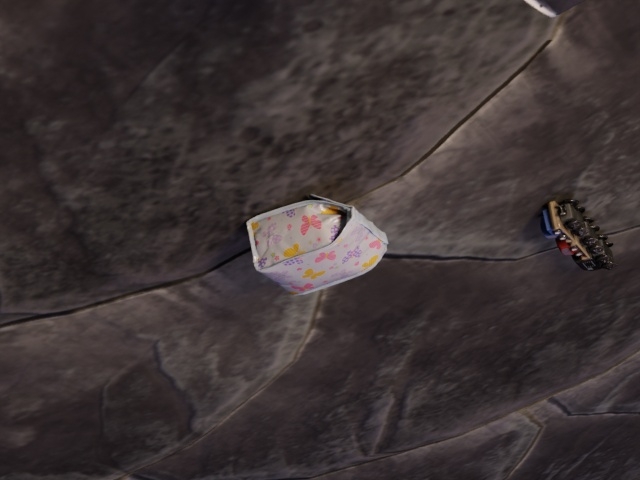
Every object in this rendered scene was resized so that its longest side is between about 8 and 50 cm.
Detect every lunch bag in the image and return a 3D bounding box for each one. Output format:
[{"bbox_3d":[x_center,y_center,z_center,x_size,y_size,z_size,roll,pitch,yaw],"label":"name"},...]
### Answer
[{"bbox_3d":[0.000,0.000,1.273,0.083,0.053,0.071,-17,156,20],"label":"lunch bag"}]

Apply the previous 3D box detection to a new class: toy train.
[{"bbox_3d":[0.212,-0.002,1.465,0.036,0.027,0.158,-15,159,18],"label":"toy train"}]

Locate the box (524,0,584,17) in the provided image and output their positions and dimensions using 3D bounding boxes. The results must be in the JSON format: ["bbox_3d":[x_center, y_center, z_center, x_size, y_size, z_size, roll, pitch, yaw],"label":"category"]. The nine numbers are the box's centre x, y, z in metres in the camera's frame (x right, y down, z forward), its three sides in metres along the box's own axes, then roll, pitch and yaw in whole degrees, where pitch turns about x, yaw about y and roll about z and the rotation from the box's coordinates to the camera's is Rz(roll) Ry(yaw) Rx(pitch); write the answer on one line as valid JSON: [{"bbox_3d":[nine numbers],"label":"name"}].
[{"bbox_3d":[0.144,-0.221,0.773,0.207,0.153,0.108,-27,156,19],"label":"box"}]
